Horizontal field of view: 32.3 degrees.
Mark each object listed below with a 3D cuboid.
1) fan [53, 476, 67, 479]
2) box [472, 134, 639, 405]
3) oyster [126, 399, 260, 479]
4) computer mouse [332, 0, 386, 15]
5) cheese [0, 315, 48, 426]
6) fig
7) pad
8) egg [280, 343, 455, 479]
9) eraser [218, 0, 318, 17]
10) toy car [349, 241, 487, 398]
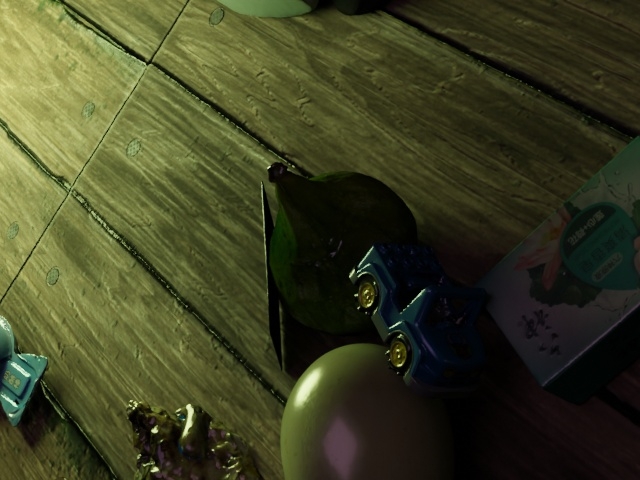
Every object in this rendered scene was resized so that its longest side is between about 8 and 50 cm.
[{"bbox_3d":[-0.382,0.460,1.583,0.152,0.008,0.226,17,82,42],"label":"fan"},{"bbox_3d":[0.299,0.034,1.147,0.245,0.092,0.153,-45,50,15],"label":"box"},{"bbox_3d":[-0.177,0.314,1.432,0.223,0.083,0.214,-7,69,31],"label":"oyster"},{"bbox_3d":[0.087,-0.444,1.536,0.137,0.086,0.269,32,92,42],"label":"computer mouse"},{"bbox_3d":[-0.523,0.198,1.784,0.245,0.052,0.135,26,91,42],"label":"cheese"},{"bbox_3d":[0.000,0.000,1.314,0.203,0.235,0.203,-16,60,29],"label":"fig"},{"bbox_3d":[-0.062,0.046,1.422,0.003,0.143,0.211,-5,63,2],"label":"pad"},{"bbox_3d":[0.052,0.235,1.197,0.189,0.188,0.253,-21,60,32],"label":"egg"},{"bbox_3d":[-0.042,-0.483,1.645,0.189,0.104,0.290,10,79,42],"label":"eraser"},{"bbox_3d":[0.114,0.071,1.182,0.100,0.097,0.191,-56,45,35],"label":"toy car"}]
